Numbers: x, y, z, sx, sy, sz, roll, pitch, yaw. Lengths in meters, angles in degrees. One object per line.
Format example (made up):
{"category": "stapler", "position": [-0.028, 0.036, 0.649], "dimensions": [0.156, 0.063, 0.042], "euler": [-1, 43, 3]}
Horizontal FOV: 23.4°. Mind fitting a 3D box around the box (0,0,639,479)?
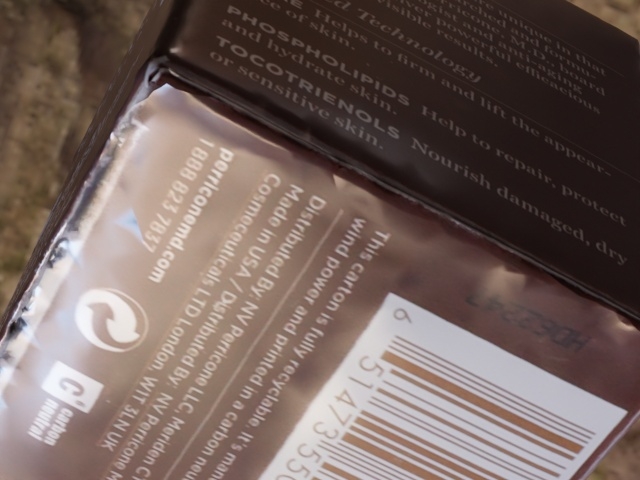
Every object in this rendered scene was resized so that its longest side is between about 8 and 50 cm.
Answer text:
{"category": "box", "position": [0.000, 0.000, 0.514], "dimensions": [0.168, 0.167, 0.203], "euler": [-57, 12, 30]}
